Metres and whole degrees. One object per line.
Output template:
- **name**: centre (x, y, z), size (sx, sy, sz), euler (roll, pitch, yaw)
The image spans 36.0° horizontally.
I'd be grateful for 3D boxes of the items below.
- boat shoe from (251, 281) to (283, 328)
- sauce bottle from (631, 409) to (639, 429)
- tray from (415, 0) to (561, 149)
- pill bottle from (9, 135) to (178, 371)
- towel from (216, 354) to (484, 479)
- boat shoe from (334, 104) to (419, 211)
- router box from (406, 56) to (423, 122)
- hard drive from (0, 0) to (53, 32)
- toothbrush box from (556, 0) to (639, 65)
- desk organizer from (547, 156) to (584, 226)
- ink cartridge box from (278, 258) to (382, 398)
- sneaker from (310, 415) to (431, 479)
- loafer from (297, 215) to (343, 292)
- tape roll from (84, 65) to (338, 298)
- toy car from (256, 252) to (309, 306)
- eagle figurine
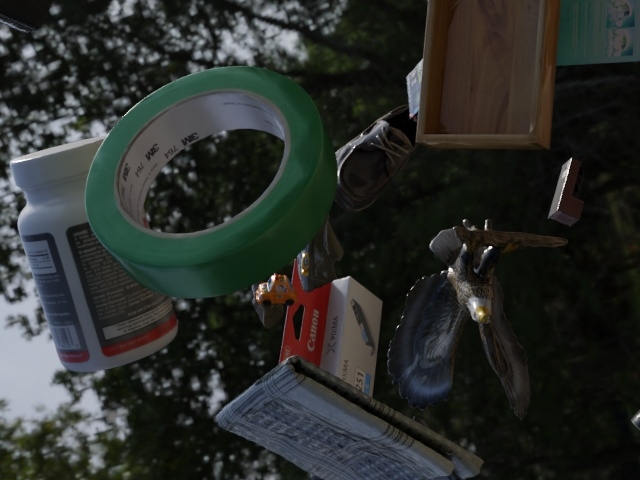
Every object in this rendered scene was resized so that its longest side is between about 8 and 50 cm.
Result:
- **boat shoe**: centre (-0.136, 0.157, 2.473), size (0.060, 0.064, 0.178), euler (46, 161, 30)
- **sauce bottle**: centre (0.662, 0.199, 1.645), size (0.111, 0.344, 0.111), euler (36, -169, -8)
- **tray**: centre (0.276, -0.354, 1.578), size (0.076, 0.202, 0.411), euler (12, -97, -59)
- **pill bottle**: centre (-0.385, 0.019, 1.663), size (0.210, 0.210, 0.363), euler (-50, -52, -71)
- **towel**: centre (0.030, 0.297, 1.419), size (0.324, 0.312, 0.056), euler (30, -123, -11)
- **boat shoe**: centre (0.126, -0.195, 2.088), size (0.132, 0.130, 0.355), euler (40, -136, -4)
- **router box**: centre (0.221, -0.319, 2.060), size (0.038, 0.092, 0.122), euler (14, -127, -24)
- **hard drive**: centre (-0.460, -0.463, 1.542), size (0.172, 0.054, 0.255), euler (13, -83, -68)
- **toothbrush box**: centre (0.491, -0.399, 1.732), size (0.216, 0.295, 0.126), euler (-81, -14, -64)
- **desk organizer**: centre (0.512, -0.099, 2.016), size (0.047, 0.050, 0.130), euler (123, 168, -67)
- **ink cartridge box**: centre (0.029, 0.216, 2.226), size (0.261, 0.066, 0.296), euler (37, -131, -40)
- **sneaker**: centre (0.108, 0.430, 2.000), size (0.098, 0.276, 0.135), euler (61, -165, -57)
- **loafer**: centre (0.000, 0.000, 2.046), size (0.251, 0.087, 0.094), euler (93, 162, -45)
- **tape roll**: centre (-0.140, -0.081, 1.265), size (0.077, 0.321, 0.321), euler (65, -164, -51)
- **toy car**: centre (-0.052, 0.048, 1.379), size (0.122, 0.060, 0.041), euler (-69, -15, -61)
- **eagle figurine**: centre (0.247, 0.123, 1.603), size (0.225, 0.226, 0.298), euler (-13, -65, -56)
